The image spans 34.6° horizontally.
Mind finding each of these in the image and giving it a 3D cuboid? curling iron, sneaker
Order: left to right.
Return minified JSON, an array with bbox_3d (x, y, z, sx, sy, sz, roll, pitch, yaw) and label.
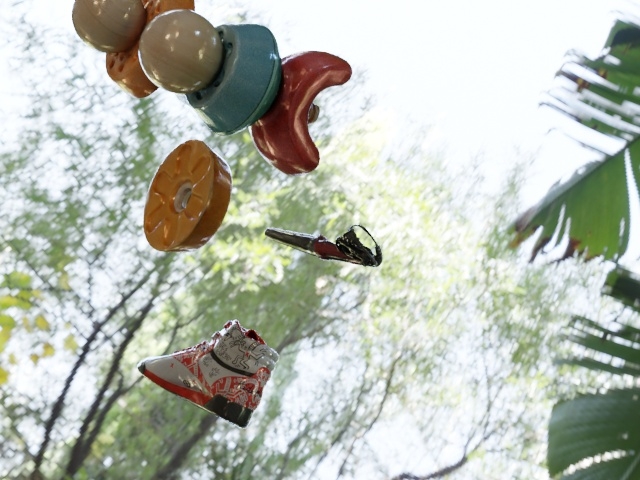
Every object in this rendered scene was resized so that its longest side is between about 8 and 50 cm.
[{"bbox_3d":[-0.174,0.193,1.635,0.270,0.145,0.090,14,-18,48],"label":"sneaker"},{"bbox_3d":[0.000,0.000,1.500,0.274,0.035,0.068,11,-47,56],"label":"curling iron"}]

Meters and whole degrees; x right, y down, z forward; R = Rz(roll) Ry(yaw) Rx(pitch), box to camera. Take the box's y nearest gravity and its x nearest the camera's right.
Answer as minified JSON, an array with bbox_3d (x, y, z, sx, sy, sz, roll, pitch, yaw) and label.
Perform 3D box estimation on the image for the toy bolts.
[{"bbox_3d":[-0.114,-0.106,0.813,0.158,0.218,0.228,22,-9,-38],"label":"toy bolts"}]
